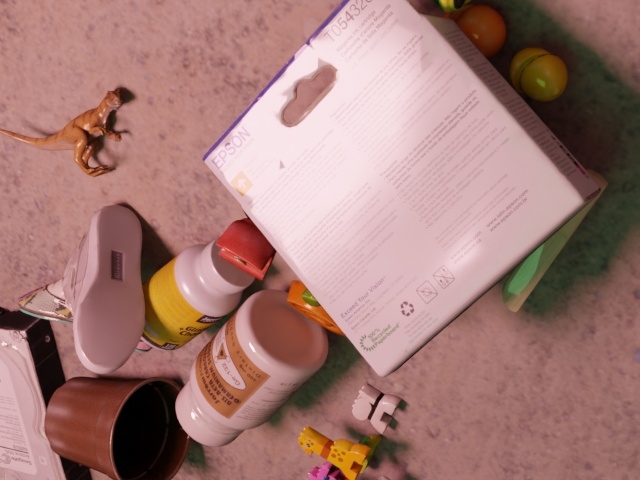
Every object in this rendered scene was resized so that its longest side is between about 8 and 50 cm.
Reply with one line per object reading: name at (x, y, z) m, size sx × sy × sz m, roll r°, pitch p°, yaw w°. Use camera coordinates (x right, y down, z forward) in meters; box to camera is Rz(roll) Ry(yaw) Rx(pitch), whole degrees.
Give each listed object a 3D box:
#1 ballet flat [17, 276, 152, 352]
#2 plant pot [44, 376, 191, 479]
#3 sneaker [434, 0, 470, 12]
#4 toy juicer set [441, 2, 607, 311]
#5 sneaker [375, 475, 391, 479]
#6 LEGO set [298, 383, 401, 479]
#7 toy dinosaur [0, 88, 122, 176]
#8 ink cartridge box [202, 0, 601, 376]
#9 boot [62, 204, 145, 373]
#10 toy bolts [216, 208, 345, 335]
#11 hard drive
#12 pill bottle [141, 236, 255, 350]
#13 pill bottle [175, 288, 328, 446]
ballet flat at (-0.327, 0.092, 1.960) m, size 0.221 × 0.077 × 0.079 m, roll 18°, pitch 107°, yaw 15°
plant pot at (-0.303, 0.269, 1.998) m, size 0.165 × 0.167 × 0.167 m, roll 7°, pitch 122°, yaw 37°
sneaker at (0.108, -0.380, 1.396) m, size 0.123 × 0.109 × 0.295 m, roll 11°, pitch 124°, yaw 48°
toy juicer set at (0.206, -0.112, 1.500) m, size 0.209 × 0.089 × 0.329 m, roll -35°, pitch 87°, yaw 32°
sneaker at (0.077, 0.383, 1.892) m, size 0.071 × 0.083 × 0.191 m, roll 39°, pitch 155°, yaw 18°
LEGO set at (0.017, 0.288, 1.855) m, size 0.093 × 0.087 × 0.227 m, roll 31°, pitch 128°, yaw 11°
toy dinosaur at (-0.325, -0.137, 1.829) m, size 0.211 × 0.064 × 0.112 m, roll -22°, pitch 87°, yaw 29°
ink cartridge box at (0.078, -0.072, 1.489) m, size 0.324 × 0.071 × 0.330 m, roll -44°, pitch 80°, yaw 31°
boot at (-0.296, 0.085, 1.835) m, size 0.095 × 0.258 × 0.123 m, roll 19°, pitch 140°, yaw -21°
toy bolts at (0.000, 0.000, 1.692) m, size 0.228 × 0.158 × 0.218 m, roll 31°, pitch 171°, yaw -2°
hard drive at (-0.502, 0.258, 2.166) m, size 0.237 × 0.064 × 0.339 m, roll 8°, pitch 122°, yaw 28°
pill bottle at (-0.168, 0.068, 1.820) m, size 0.103 × 0.103 × 0.184 m, roll 50°, pitch 131°, yaw -5°
pill bottle at (-0.099, 0.177, 1.827) m, size 0.131 × 0.131 × 0.229 m, roll 43°, pitch 131°, yaw 1°
